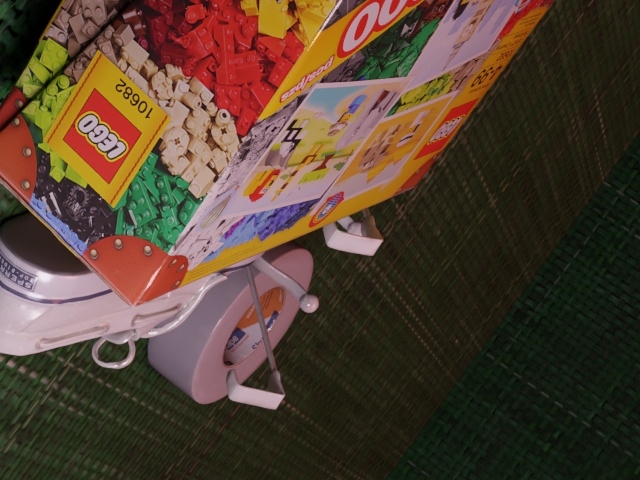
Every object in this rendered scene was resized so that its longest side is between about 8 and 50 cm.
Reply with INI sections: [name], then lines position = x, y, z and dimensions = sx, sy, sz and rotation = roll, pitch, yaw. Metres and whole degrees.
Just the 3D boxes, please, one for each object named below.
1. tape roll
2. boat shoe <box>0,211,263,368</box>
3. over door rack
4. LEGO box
[tape roll]
position = -0.103, 0.082, 2.136
dimensions = 0.219, 0.072, 0.219
rotation = -47, 161, -22
[boat shoe]
position = -0.189, 0.045, 1.768
dimensions = 0.367, 0.136, 0.156
rotation = -20, 141, -56
[over door rack]
position = 0.000, 0.000, 1.897
dimensions = 0.239, 0.108, 0.324
rotation = -59, -162, 31
[LEGO box]
position = 0.004, -0.190, 1.538
dimensions = 0.372, 0.193, 0.500
rotation = -54, 165, 28
